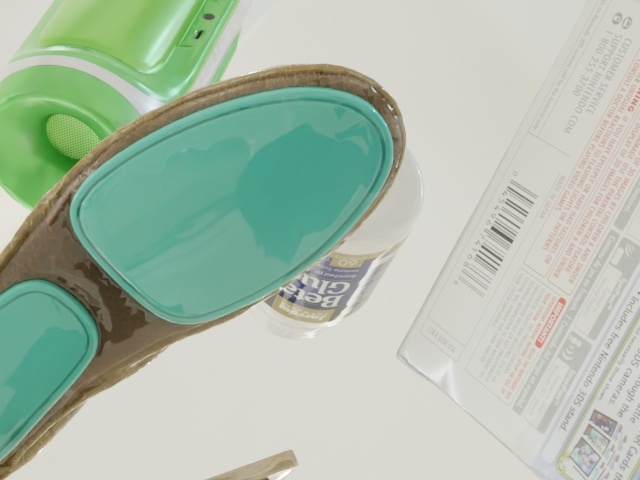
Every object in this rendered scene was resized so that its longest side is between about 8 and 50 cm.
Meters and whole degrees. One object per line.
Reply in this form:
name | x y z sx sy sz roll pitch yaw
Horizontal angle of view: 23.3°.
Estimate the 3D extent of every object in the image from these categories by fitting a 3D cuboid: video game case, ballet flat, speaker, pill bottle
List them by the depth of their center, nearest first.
video game case | 0.172 -0.010 0.575 0.061 0.244 0.269 20 -78 -36
ballet flat | -0.104 0.012 0.808 0.116 0.342 0.124 46 -166 -15
pill bottle | 0.000 0.000 1.002 0.094 0.169 0.094 6 -118 -12
speaker | -0.134 -0.142 1.117 0.131 0.131 0.296 61 -149 -29

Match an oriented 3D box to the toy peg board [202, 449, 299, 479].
toy peg board | -0.100 0.244 1.200 0.160 0.161 0.079 -15 -108 -28
